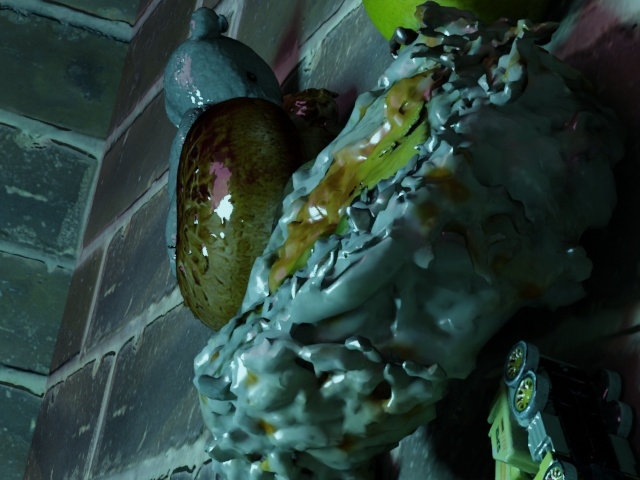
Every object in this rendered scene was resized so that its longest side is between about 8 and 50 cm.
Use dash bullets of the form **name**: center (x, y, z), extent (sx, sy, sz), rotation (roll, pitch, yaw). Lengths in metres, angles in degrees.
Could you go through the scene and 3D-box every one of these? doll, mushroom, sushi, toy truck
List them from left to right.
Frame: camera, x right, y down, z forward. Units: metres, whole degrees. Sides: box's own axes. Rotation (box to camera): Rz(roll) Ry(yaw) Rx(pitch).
- **doll**: center (-0.105, -0.091, 2.087), extent (0.246, 0.158, 0.340), rotation (64, -159, -57)
- **mushroom**: center (-0.076, -0.039, 1.842), extent (0.297, 0.163, 0.278), rotation (163, 123, -81)
- **sushi**: center (0.059, 0.014, 1.248), extent (0.417, 0.176, 0.417), rotation (-55, 7, 10)
- **toy truck**: center (0.143, 0.143, 1.069), extent (0.169, 0.077, 0.100), rotation (-100, 33, -55)

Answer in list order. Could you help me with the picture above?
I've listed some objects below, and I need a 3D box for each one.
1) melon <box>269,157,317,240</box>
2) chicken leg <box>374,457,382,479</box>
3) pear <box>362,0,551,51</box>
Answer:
- **melon**: center (0.000, 0.000, 1.668), extent (0.099, 0.099, 0.162), rotation (-160, 82, -74)
- **chicken leg**: center (0.016, 0.173, 1.502), extent (0.105, 0.063, 0.234), rotation (-57, 21, 34)
- **pear**: center (0.129, -0.241, 1.391), extent (0.216, 0.166, 0.180), rotation (-36, 19, 23)
